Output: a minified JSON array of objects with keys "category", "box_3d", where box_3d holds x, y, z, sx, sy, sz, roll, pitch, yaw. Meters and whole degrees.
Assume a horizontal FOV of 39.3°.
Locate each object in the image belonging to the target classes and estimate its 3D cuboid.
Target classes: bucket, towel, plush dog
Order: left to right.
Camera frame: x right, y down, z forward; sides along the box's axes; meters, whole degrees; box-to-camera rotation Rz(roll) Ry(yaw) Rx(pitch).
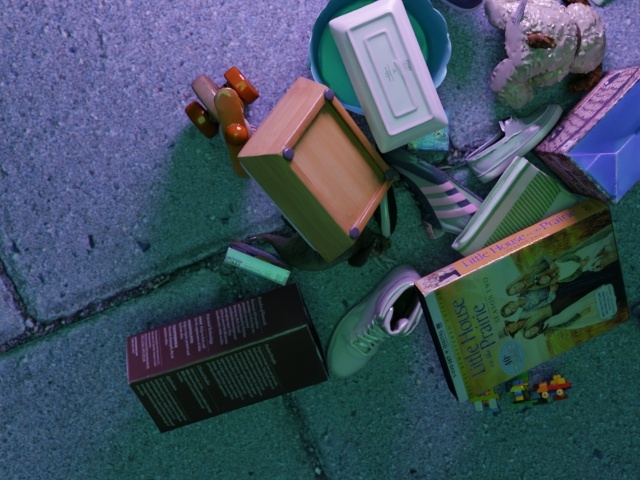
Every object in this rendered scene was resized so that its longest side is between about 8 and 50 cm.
[{"category":"bucket","box_3d":[0.111,-0.378,1.795,0.281,0.183,0.281,0,98,-2]},{"category":"towel","box_3d":[0.456,-0.002,1.880,0.325,0.038,0.247,31,98,-27]},{"category":"plush dog","box_3d":[0.477,-0.407,1.809,0.226,0.211,0.262,-11,99,-23]}]

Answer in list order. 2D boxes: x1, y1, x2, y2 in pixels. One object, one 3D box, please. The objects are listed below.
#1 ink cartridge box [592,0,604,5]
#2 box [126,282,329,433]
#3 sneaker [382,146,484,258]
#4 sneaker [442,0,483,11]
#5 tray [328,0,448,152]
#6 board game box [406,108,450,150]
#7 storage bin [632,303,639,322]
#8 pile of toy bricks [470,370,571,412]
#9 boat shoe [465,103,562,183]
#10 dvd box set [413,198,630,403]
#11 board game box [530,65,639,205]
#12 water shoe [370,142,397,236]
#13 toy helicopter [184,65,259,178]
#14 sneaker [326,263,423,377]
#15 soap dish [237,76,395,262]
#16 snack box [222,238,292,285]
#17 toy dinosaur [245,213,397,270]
[{"category":"ink cartridge box","box_3d":[0.584,-0.727,1.819,0.308,0.091,0.385,37,113,-6]},{"category":"box","box_3d":[-0.192,0.245,1.869,0.382,0.143,0.191,-16,133,2]},{"category":"sneaker","box_3d":[0.239,-0.077,1.873,0.319,0.112,0.131,35,96,-8]},{"category":"sneaker","box_3d":[0.198,-0.549,1.784,0.283,0.124,0.107,21,99,8]},{"category":"tray","box_3d":[0.131,-0.314,1.697,0.145,0.030,0.270,-23,98,1]},{"category":"board game box","box_3d":[0.228,-0.234,1.900,0.090,0.020,0.090,0,98,-1]},{"category":"storage bin","box_3d":[0.755,0.169,1.941,0.135,0.098,0.091,-27,126,3]},{"category":"pile of toy bricks","box_3d":[0.434,0.306,1.956,0.212,0.118,0.105,-14,70,17]},{"category":"boat shoe","box_3d":[0.400,-0.219,1.875,0.227,0.079,0.081,-42,101,8]},{"category":"dvd box set","box_3d":[0.425,0.126,1.854,0.421,0.062,0.307,-24,120,-7]},{"category":"board game box","box_3d":[0.571,-0.211,1.772,0.141,0.291,0.232,43,95,-6]},{"category":"water shoe","box_3d":[0.109,-0.105,1.903,0.080,0.073,0.203,-9,94,21]},{"category":"toy helicopter","box_3d":[-0.129,-0.188,1.784,0.140,0.235,0.355,-40,93,4]},{"category":"sneaker","box_3d":[0.113,0.184,1.887,0.108,0.169,0.292,35,98,-8]},{"category":"soap dish","box_3d":[0.004,-0.137,1.720,0.291,0.118,0.229,49,58,-26]},{"category":"snack box","box_3d":[-0.131,0.045,1.895,0.141,0.100,0.037,22,98,-5]},{"category":"toy dinosaur","box_3d":[0.000,0.000,1.883,0.314,0.121,0.160,-9,85,-4]}]
